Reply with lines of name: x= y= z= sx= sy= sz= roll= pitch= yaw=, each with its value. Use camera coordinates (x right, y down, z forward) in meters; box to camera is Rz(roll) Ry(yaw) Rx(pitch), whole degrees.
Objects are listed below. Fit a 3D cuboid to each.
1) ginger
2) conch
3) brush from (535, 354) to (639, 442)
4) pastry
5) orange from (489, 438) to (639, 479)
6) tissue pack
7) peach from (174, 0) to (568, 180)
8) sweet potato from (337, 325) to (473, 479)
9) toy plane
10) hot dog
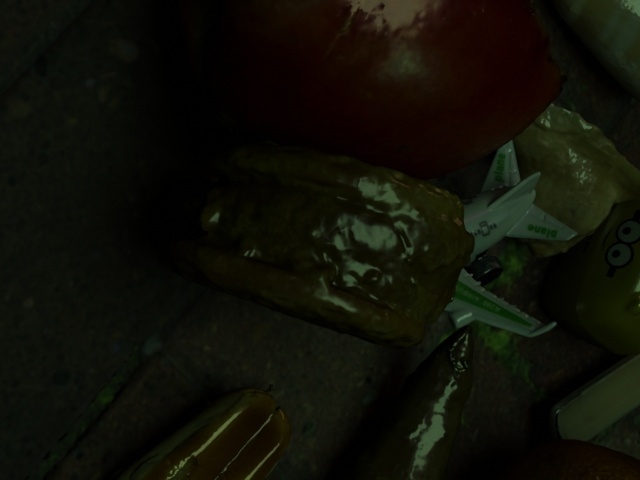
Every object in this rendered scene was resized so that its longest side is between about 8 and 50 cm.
ginger: x=0.213 y=-0.068 z=1.314 sx=0.193 sy=0.115 sz=0.123 roll=40 pitch=87 yaw=-20
conch: x=0.331 y=-0.240 z=1.356 sx=0.255 sy=0.127 sz=0.158 roll=30 pitch=79 yaw=-32
brush: x=0.358 y=0.141 z=1.463 sx=0.321 sy=0.050 sz=0.060 roll=-25 pitch=105 yaw=-31
pastry: x=0.000 y=0.000 z=1.056 sx=0.240 sy=0.235 sz=0.132 roll=20 pitch=87 yaw=-6
orange: x=0.253 y=0.328 z=1.299 sx=0.264 sy=0.264 sz=0.264 roll=-4 pitch=97 yaw=-33
tissue pack: x=0.327 y=0.027 z=1.382 sx=0.123 sy=0.127 sz=0.178 roll=36 pitch=76 yaw=-33
peach: x=0.054 y=-0.180 z=1.091 sx=0.338 sy=0.281 sz=0.281 roll=4 pitch=93 yaw=-27
sweet potato: x=0.043 y=0.274 z=1.218 sx=0.130 sy=0.130 sz=0.423 roll=37 pitch=74 yaw=-31
toy plane: x=0.103 y=0.007 z=1.235 sx=0.255 sy=0.101 sz=0.251 roll=-27 pitch=70 yaw=-12
hot dog: x=-0.124 y=0.222 z=1.134 sx=0.269 sy=0.072 sz=0.109 roll=-44 pitch=118 yaw=-21
